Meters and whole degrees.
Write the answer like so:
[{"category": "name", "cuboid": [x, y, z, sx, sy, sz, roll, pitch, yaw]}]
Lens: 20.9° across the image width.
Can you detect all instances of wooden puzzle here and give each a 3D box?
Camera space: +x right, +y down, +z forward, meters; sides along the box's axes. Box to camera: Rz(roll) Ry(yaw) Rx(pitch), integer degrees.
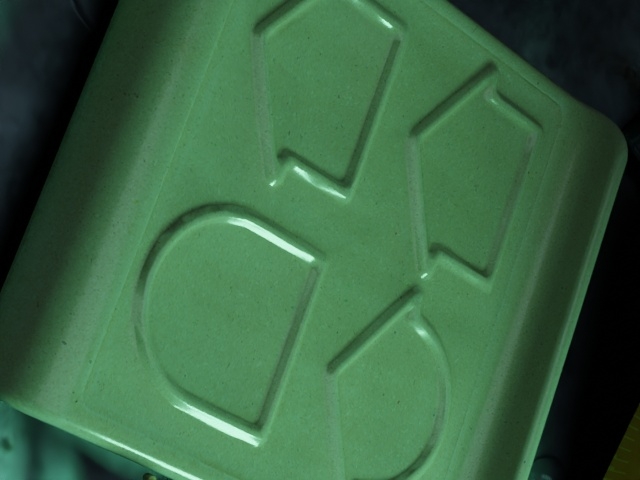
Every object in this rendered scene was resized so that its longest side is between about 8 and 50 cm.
[{"category": "wooden puzzle", "cuboid": [0.000, 0.000, 0.989, 0.348, 0.080, 0.322, 29, 72, -32]}]

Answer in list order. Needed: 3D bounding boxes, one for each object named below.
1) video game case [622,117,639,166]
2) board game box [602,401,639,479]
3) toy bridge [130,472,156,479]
[{"category": "video game case", "cuboid": [0.362, -0.033, 1.254, 0.196, 0.026, 0.274, -36, 118, 4]}, {"category": "board game box", "cuboid": [0.443, 0.180, 1.104, 0.356, 0.356, 0.356, 7, 112, -40]}, {"category": "toy bridge", "cuboid": [-0.129, 0.205, 0.885, 0.026, 0.063, 0.188, 32, 80, -35]}]
